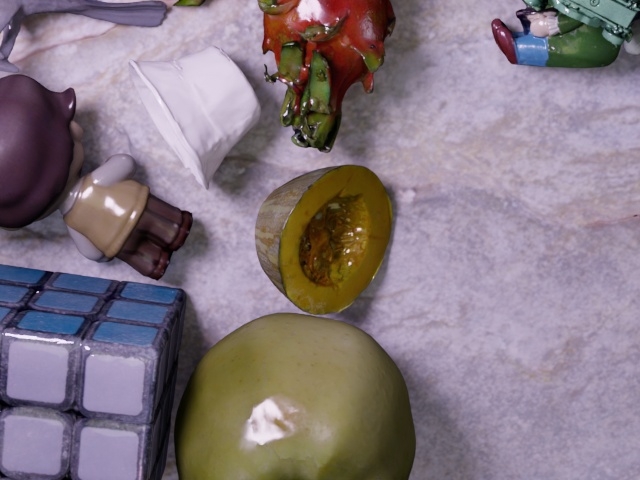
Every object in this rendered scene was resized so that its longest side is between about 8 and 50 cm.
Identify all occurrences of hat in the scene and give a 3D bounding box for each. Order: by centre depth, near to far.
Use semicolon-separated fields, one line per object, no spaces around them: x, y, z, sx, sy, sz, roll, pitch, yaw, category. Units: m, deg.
-0.160;-0.184;1.703;0.126;0.203;0.203;-34;102;-7;hat

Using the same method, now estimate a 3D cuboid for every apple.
-0.038;0.278;1.731;0.357;0.357;0.357;0;104;0;apple

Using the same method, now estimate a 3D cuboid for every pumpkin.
-0.010;-0.011;1.756;0.110;0.217;0.217;19;107;36;pumpkin

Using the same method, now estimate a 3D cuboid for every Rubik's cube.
-0.357;0.224;1.725;0.305;0.301;0.304;6;103;-2;Rubik's cube

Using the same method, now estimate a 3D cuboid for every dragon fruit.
-0.007;-0.266;1.652;0.200;0.198;0.269;36;69;-45;dragon fruit

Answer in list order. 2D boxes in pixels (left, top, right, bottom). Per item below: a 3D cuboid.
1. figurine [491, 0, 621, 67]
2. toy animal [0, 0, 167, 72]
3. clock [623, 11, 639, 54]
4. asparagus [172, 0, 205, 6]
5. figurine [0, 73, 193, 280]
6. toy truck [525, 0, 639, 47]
0.323;-0.351;1.681;0.185;0.127;0.234;3;114;8;figurine
-0.408;-0.315;1.675;0.367;0.081;0.206;26;67;-5;toy animal
0.521;-0.235;1.680;0.243;0.146;0.199;43;70;-13;clock
-0.109;-0.371;1.682;0.236;0.034;0.027;-31;111;32;asparagus
-0.357;-0.091;1.738;0.365;0.206;0.218;22;128;-30;figurine
0.336;-0.312;1.598;0.154;0.078;0.080;23;116;-7;toy truck
